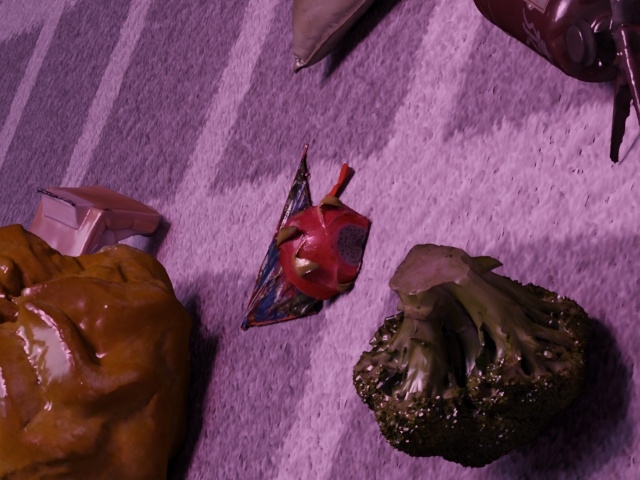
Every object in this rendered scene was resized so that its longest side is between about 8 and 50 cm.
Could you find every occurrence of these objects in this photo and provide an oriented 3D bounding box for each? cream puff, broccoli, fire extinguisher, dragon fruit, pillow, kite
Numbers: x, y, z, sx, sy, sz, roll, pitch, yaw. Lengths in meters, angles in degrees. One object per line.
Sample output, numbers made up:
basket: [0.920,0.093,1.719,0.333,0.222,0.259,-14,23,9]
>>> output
cream puff: [-0.260,0.133,1.680,0.274,0.270,0.323,-21,50,55]
broccoli: [0.092,0.071,1.099,0.146,0.138,0.162,-32,28,-5]
fire extinguisher: [0.178,-0.134,1.226,0.075,0.106,0.252,-27,25,-5]
dragon fruit: [0.000,0.000,1.486,0.056,0.060,0.083,-34,35,59]
pillow: [0.033,-0.316,1.722,0.185,0.075,0.302,-45,32,47]
kite: [-0.024,0.003,1.606,0.189,0.009,0.232,-55,24,26]

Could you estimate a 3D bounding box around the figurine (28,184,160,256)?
figurine: [-0.262,0.059,1.950,0.162,0.141,0.237,18,93,36]
